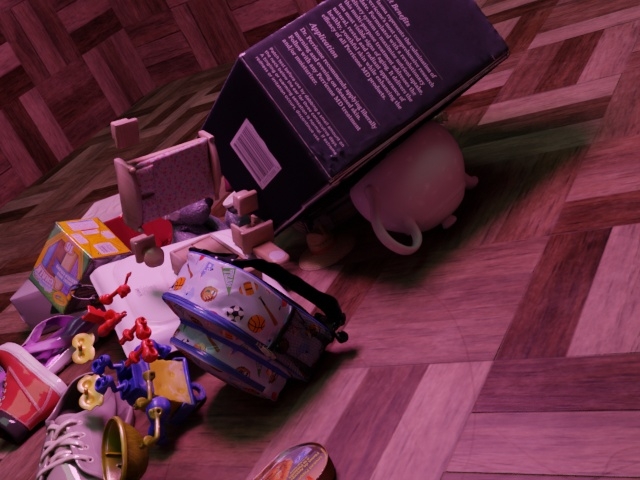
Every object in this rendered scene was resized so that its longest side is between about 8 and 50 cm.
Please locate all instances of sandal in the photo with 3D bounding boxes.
[{"bbox_3d":[-0.612,0.220,2.041,0.416,0.102,0.169,-39,25,-24],"label":"sandal"}]

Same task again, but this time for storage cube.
[{"bbox_3d":[-0.500,-0.004,2.274,0.214,0.193,0.184,-18,25,24],"label":"storage cube"}]

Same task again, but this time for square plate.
[{"bbox_3d":[-0.267,0.090,1.794,0.343,0.049,0.347,-16,33,-20],"label":"square plate"}]

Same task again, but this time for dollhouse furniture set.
[{"bbox_3d":[-0.205,-0.082,1.681,0.303,0.356,0.173,-25,38,-32],"label":"dollhouse furniture set"}]

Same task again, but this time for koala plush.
[{"bbox_3d":[-0.315,-0.054,2.139,0.203,0.221,0.196,-16,26,26],"label":"koala plush"}]

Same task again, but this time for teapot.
[{"bbox_3d":[0.193,-0.096,1.730,0.256,0.187,0.252,-40,-1,-1],"label":"teapot"}]

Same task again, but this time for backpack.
[{"bbox_3d":[-0.142,0.135,1.507,0.276,0.263,0.213,4,54,51],"label":"backpack"}]

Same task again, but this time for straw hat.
[{"bbox_3d":[0.000,0.000,1.888,0.144,0.061,0.144,-23,23,10],"label":"straw hat"}]

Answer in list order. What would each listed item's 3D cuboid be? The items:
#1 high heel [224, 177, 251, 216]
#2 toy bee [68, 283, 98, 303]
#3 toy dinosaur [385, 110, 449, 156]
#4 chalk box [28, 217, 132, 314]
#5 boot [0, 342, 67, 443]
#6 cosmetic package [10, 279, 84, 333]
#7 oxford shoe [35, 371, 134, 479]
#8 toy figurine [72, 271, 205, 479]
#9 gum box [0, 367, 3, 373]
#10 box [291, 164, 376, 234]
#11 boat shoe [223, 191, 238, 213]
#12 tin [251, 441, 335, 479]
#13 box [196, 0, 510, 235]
[{"bbox_3d":[-0.185,-0.110,2.337,0.377,0.127,0.181,-101,31,-55],"label":"high heel"},{"bbox_3d":[-0.403,0.136,1.956,0.298,0.162,0.195,-1,32,-16],"label":"toy bee"},{"bbox_3d":[0.188,-0.289,2.228,0.296,0.127,0.200,-47,16,-6],"label":"toy dinosaur"},{"bbox_3d":[-0.547,0.073,1.970,0.213,0.132,0.132,-56,-20,22],"label":"chalk box"},{"bbox_3d":[-0.657,0.322,1.843,0.244,0.088,0.176,25,56,37],"label":"boot"},{"bbox_3d":[-0.639,0.140,2.211,0.237,0.127,0.107,-15,26,23],"label":"cosmetic package"},{"bbox_3d":[-0.415,0.375,1.475,0.169,0.130,0.449,-21,25,8],"label":"oxford shoe"},{"bbox_3d":[-0.266,0.254,1.504,0.191,0.217,0.363,-45,45,23],"label":"toy figurine"},{"bbox_3d":[-0.852,0.342,2.128,0.156,0.041,0.184,-1,35,46],"label":"gum box"},{"bbox_3d":[0.035,-0.100,2.066,0.231,0.056,0.183,-34,23,-14],"label":"box"},{"bbox_3d":[-0.084,-0.125,2.149,0.319,0.099,0.116,-28,18,-22],"label":"boat shoe"},{"bbox_3d":[-0.058,0.360,1.234,0.189,0.040,0.106,-40,22,-27],"label":"tin"},{"bbox_3d":[0.046,-0.290,1.811,0.471,0.297,0.480,-36,0,-21],"label":"box"}]
